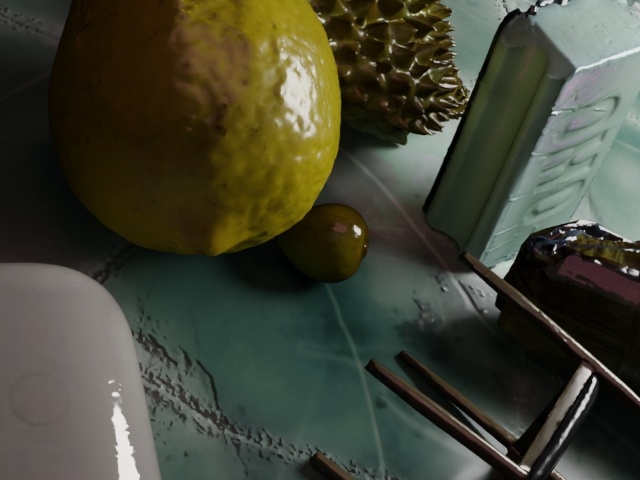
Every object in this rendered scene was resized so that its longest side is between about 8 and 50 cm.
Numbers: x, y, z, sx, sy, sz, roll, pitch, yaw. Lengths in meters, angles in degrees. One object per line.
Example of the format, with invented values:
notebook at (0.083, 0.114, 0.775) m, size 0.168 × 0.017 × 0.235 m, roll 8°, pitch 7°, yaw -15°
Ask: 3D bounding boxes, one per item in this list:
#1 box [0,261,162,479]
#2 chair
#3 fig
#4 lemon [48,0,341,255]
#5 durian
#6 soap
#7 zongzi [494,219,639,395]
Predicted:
box at (-0.286, 0.146, 0.860) m, size 0.349 × 0.141 × 0.288 m, roll -1°, pitch 57°, yaw -23°
chair at (0.157, 0.175, 1.000) m, size 0.272 × 0.188 × 0.166 m, roll 36°, pitch 50°, yaw 10°
fig at (0.000, 0.000, 1.139) m, size 0.088 × 0.074 × 0.074 m, roll 9°, pitch 50°, yaw 4°
lemon at (-0.105, -0.126, 1.070) m, size 0.253 × 0.253 × 0.310 m, roll 1°, pitch 56°, yaw -22°
durian at (0.044, -0.195, 1.243) m, size 0.306 × 0.166 × 0.172 m, roll 30°, pitch 69°, yaw -25°
soap at (0.205, -0.098, 1.180) m, size 0.150 × 0.261 × 0.094 m, roll -17°, pitch 54°, yaw -31°
zongzi at (0.328, 0.037, 1.224) m, size 0.286 × 0.138 × 0.300 m, roll 23°, pitch 35°, yaw 5°
